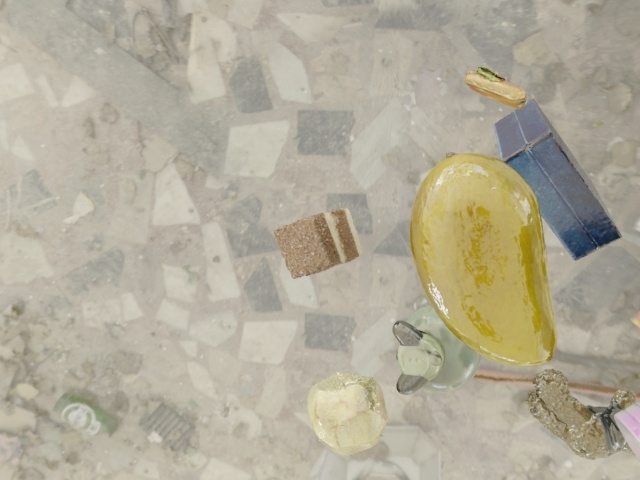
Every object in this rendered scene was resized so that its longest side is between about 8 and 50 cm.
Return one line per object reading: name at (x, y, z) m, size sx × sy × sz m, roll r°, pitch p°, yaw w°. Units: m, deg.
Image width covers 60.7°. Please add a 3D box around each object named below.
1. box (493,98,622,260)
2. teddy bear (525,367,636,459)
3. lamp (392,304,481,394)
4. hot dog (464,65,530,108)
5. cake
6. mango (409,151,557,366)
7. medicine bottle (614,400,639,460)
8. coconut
box at (0.484, -0.136, 1.144) m, size 0.116 × 0.279 × 0.261 m, roll -33°, pitch 105°, yaw 25°
teddy bear at (0.514, 0.348, 1.032) m, size 0.252 × 0.129 × 0.182 m, roll 13°, pitch 147°, yaw 10°
lamp at (0.248, 0.241, 1.196) m, size 0.198 × 0.244 × 0.197 m, roll 0°, pitch 89°, yaw 36°
hot dog at (0.311, -0.274, 0.964) m, size 0.133 × 0.056 × 0.041 m, roll 37°, pitch 102°, yaw 33°
cake at (0.000, 0.000, 1.223) m, size 0.135 × 0.147 × 0.134 m, roll -16°, pitch 99°, yaw 42°
mango at (0.237, 0.025, 0.828) m, size 0.195 × 0.142 × 0.331 m, roll -9°, pitch 83°, yaw 23°
medicine bottle at (0.609, 0.273, 0.829) m, size 0.254 × 0.152 × 0.152 m, roll -33°, pitch 102°, yaw 8°
coconut at (0.062, 0.386, 1.224) m, size 0.195 × 0.194 × 0.194 m, roll 2°, pitch 109°, yaw 7°
